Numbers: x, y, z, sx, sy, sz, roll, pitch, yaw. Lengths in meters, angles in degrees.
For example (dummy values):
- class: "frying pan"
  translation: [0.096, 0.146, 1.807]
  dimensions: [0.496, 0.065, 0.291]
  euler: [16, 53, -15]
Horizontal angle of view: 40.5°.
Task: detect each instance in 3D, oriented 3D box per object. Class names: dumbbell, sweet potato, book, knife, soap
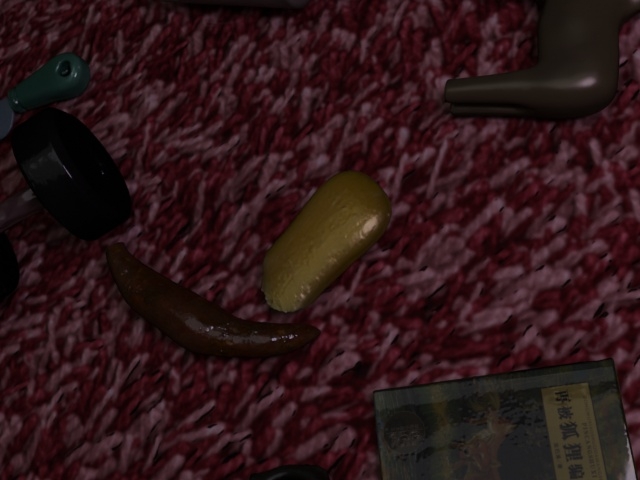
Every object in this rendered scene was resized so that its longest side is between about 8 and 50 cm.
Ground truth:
- class: "dumbbell"
  translation: [-0.339, -0.033, 0.961]
  dimensions: [0.218, 0.152, 0.152]
  euler: [-31, 66, 6]
- class: "sweet potato"
  translation: [-0.130, 0.078, 0.911]
  dimensions: [0.256, 0.058, 0.078]
  euler: [21, 60, 18]
- class: "book"
  translation: [0.166, 0.201, 0.794]
  dimensions: [0.229, 0.024, 0.160]
  euler: [-10, 68, 15]
- class: "knife"
  translation: [-0.399, -0.158, 1.091]
  dimensions: [0.261, 0.035, 0.063]
  euler: [-25, 74, 16]
- class: "soap"
  translation: [0.000, 0.000, 0.906]
  dimensions: [0.168, 0.033, 0.089]
  euler: [-44, 64, 0]

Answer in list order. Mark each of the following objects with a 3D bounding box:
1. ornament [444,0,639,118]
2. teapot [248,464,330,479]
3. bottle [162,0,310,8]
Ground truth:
- class: "ornament"
  translation: [0.262, -0.232, 0.881]
  dimensions: [0.245, 0.061, 0.230]
  euler: [4, 72, 20]
- class: "teapot"
  translation: [-0.078, 0.306, 0.763]
  dimensions: [0.183, 0.173, 0.269]
  euler: [3, 42, 22]
- class: "bottle"
  translation: [-0.080, -0.321, 0.996]
  dimensions: [0.245, 0.104, 0.104]
  euler: [9, 76, 20]
